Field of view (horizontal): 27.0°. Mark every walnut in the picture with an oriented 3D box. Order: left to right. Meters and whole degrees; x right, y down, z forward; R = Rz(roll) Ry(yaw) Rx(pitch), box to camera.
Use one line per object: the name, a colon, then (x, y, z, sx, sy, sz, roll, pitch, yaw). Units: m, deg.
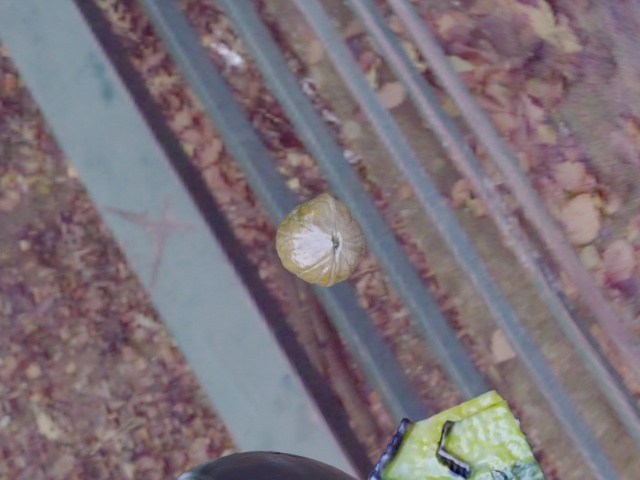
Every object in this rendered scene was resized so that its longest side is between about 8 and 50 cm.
walnut: (0.000, 0.000, 1.497, 0.105, 0.124, 0.105, -2, 99, -10)

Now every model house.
model house: (0.144, 0.302, 1.574, 0.211, 0.194, 0.170, -17, 64, -10)

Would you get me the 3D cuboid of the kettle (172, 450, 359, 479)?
kettle: (-0.011, 0.251, 0.566, 0.321, 0.228, 0.324, 154, 117, -64)
